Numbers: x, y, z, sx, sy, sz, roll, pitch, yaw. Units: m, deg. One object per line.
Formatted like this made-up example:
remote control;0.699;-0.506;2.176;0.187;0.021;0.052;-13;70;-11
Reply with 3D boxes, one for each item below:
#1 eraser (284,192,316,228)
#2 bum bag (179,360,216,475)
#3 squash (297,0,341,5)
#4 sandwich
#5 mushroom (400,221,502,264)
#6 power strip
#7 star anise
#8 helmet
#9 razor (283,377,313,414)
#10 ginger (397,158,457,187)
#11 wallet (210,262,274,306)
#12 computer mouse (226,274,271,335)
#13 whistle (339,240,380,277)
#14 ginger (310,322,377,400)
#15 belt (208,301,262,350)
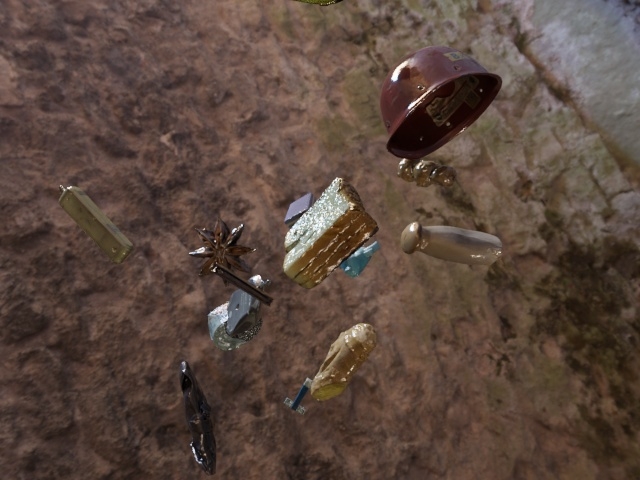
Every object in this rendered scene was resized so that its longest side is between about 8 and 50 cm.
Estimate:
eraser;-0.059;-0.094;1.347;0.036;0.082;0.225;59;-169;-16
bum bag;-0.335;0.483;1.223;0.137;0.074;0.310;146;110;-70
squash;-0.019;-0.718;1.159;0.155;0.204;0.237;56;156;9
sandwich;0.011;-0.018;1.111;0.095;0.249;0.273;41;-167;-17
mushroom;0.509;0.018;1.673;0.407;0.137;0.154;5;-142;-11
power strip;-0.843;-0.072;1.651;0.387;0.092;0.066;44;-170;9
star anise;-0.453;0.048;2.079;0.331;0.332;0.117;57;-177;0
helmet;0.297;-0.423;1.276;0.385;0.337;0.230;-15;-112;-36
razor;-0.057;0.438;1.239;0.068;0.191;0.037;29;-133;6
ginger;0.340;-0.220;1.429;0.204;0.104;0.080;29;-178;41
wallet;-0.223;0.128;1.290;0.198;0.031;0.110;33;172;-4
computer mouse;-0.237;0.223;1.567;0.090;0.379;0.167;13;-124;-27
whistle;0.153;0.078;1.804;0.093;0.186;0.274;62;-154;-4
ginger;0.080;0.451;1.642;0.126;0.354;0.190;33;-178;-32
belt;-0.418;0.409;2.165;0.150;0.257;0.207;43;159;50
